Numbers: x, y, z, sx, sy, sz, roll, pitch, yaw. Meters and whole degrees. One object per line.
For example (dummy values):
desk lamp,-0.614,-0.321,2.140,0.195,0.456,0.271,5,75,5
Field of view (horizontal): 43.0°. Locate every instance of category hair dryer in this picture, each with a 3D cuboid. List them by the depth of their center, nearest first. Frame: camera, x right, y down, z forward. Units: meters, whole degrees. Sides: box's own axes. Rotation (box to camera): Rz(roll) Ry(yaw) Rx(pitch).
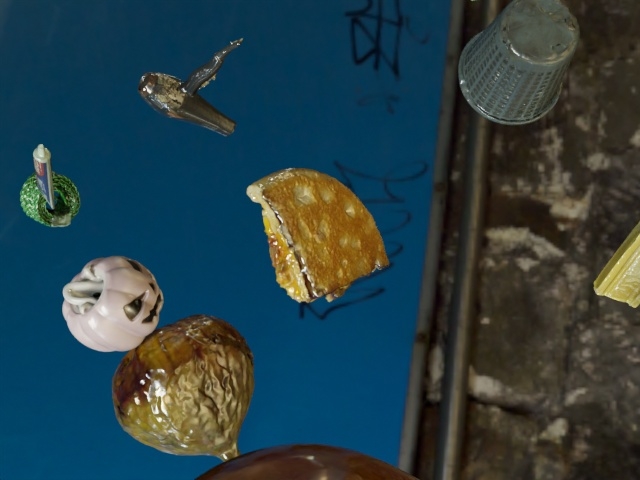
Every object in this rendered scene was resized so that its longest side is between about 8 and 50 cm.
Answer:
hair dryer,-0.289,-0.419,2.188,0.303,0.359,0.120,26,-130,-31

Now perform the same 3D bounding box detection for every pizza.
pizza,0.000,0.000,1.669,0.409,0.114,0.278,21,-108,-42

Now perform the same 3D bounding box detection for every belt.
belt,-0.626,-0.097,1.871,0.121,0.079,0.151,-64,-26,-12

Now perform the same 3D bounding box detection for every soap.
soap,0.611,0.026,1.517,0.252,0.092,0.037,110,179,-45

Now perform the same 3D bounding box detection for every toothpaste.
toothpaste,-0.368,-0.087,1.080,0.021,0.037,0.140,-34,-14,-28

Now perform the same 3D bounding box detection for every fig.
fig,-0.212,0.332,1.567,0.369,0.286,0.286,47,-158,10

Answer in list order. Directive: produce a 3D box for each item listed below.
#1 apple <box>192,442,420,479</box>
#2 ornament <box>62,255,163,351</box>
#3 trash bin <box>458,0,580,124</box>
apple,-0.002,0.347,0.543,0.400,0.333,0.400,7,-107,-23
ornament,-0.382,0.112,1.476,0.177,0.177,0.178,0,-90,-67
trash bin,0.313,-0.289,1.243,0.161,0.175,0.175,105,173,-72
